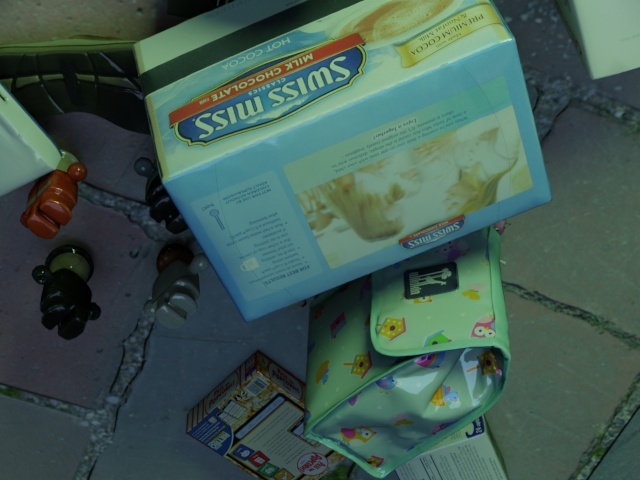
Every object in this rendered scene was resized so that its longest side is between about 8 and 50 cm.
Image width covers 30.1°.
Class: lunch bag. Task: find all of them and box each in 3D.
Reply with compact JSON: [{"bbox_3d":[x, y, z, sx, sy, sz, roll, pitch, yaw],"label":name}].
[{"bbox_3d":[0.106,0.105,1.348,0.160,0.223,0.262,32,126,-23],"label":"lunch bag"}]

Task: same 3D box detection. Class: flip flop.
[{"bbox_3d":[-0.242,-0.183,1.316,0.277,0.080,0.112,4,128,13],"label":"flip flop"}]

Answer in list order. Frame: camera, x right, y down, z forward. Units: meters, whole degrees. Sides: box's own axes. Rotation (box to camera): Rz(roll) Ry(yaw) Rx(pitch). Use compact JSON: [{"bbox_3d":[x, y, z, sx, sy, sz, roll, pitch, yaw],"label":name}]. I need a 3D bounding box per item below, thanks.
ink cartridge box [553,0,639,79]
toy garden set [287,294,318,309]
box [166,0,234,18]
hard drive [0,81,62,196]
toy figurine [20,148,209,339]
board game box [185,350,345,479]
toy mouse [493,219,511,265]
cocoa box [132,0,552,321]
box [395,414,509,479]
[{"bbox_3d":[0.272,-0.329,1.161,0.117,0.207,0.283,-16,121,9],"label":"ink cartridge box"},{"bbox_3d":[0.000,0.000,1.453,0.204,0.049,0.244,-33,119,15],"label":"toy garden set"},{"bbox_3d":[-0.119,-0.272,1.273,0.083,0.052,0.062,8,121,-9],"label":"box"},{"bbox_3d":[-0.478,-0.103,1.329,0.319,0.040,0.210,-22,124,24],"label":"hard drive"},{"bbox_3d":[-0.237,-0.004,1.388,0.210,0.148,0.213,-5,120,-5],"label":"toy figurine"},{"bbox_3d":[-0.061,0.255,1.609,0.193,0.045,0.147,39,113,-23],"label":"board game box"},{"bbox_3d":[0.188,-0.005,1.441,0.161,0.031,0.143,-47,118,-1],"label":"toy mouse"},{"bbox_3d":[0.021,-0.119,1.196,0.347,0.228,0.231,-22,136,3],"label":"cocoa box"},{"bbox_3d":[0.177,0.304,1.634,0.137,0.072,0.126,-20,121,9],"label":"box"}]
